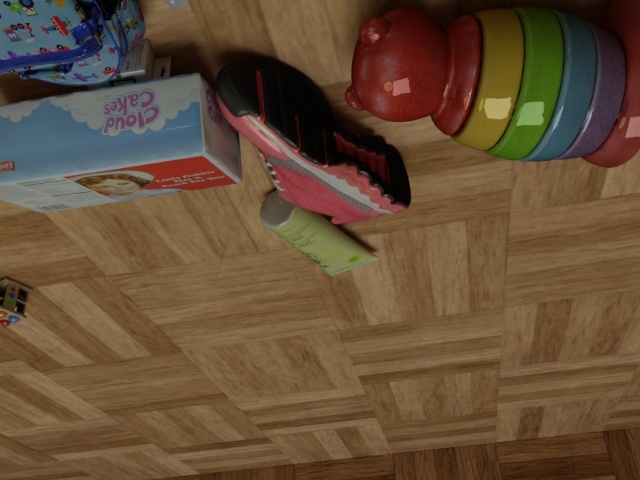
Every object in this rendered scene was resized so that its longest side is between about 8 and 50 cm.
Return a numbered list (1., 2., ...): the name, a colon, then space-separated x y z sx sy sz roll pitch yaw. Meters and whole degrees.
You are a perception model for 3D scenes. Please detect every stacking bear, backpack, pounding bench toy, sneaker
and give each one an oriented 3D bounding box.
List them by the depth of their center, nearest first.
1. backpack: -0.248 -0.204 0.595 0.158 0.117 0.173 -2 153 8
2. stacking bear: 0.173 -0.167 0.670 0.288 0.164 0.175 5 147 -6
3. sneaker: -0.023 -0.092 0.795 0.136 0.116 0.313 -26 141 33
4. pounding bench toy: -0.535 0.100 1.089 0.052 0.065 0.083 -21 143 26

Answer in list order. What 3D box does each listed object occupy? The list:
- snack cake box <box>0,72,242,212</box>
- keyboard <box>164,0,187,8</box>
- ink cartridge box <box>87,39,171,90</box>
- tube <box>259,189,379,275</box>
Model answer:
1. snack cake box: -0.234 -0.102 0.735 0.264 0.089 0.152 -7 171 7
2. keyboard: -0.199 -0.295 0.558 0.072 0.014 0.256 -21 143 34
3. ink cartridge box: -0.204 -0.184 0.695 0.083 0.048 0.028 -7 148 3
4. tube: 0.000 0.000 0.996 0.070 0.062 0.240 25 172 37
